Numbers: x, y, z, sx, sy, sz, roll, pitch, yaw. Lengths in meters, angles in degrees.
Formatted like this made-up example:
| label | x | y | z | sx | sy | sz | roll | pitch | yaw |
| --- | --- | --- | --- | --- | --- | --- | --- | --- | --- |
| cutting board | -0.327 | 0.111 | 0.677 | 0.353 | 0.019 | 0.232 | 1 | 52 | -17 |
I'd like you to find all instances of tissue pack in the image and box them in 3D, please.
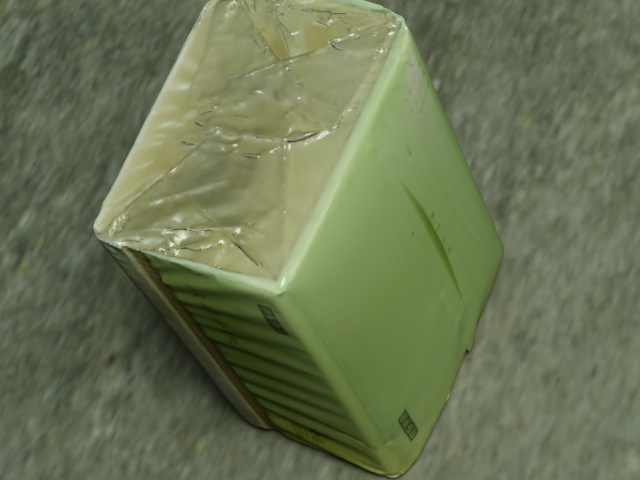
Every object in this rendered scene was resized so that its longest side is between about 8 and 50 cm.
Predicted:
| label | x | y | z | sx | sy | sz | roll | pitch | yaw |
| --- | --- | --- | --- | --- | --- | --- | --- | --- | --- |
| tissue pack | 0.000 | 0.000 | 0.973 | 0.125 | 0.234 | 0.159 | 16 | 67 | 25 |
